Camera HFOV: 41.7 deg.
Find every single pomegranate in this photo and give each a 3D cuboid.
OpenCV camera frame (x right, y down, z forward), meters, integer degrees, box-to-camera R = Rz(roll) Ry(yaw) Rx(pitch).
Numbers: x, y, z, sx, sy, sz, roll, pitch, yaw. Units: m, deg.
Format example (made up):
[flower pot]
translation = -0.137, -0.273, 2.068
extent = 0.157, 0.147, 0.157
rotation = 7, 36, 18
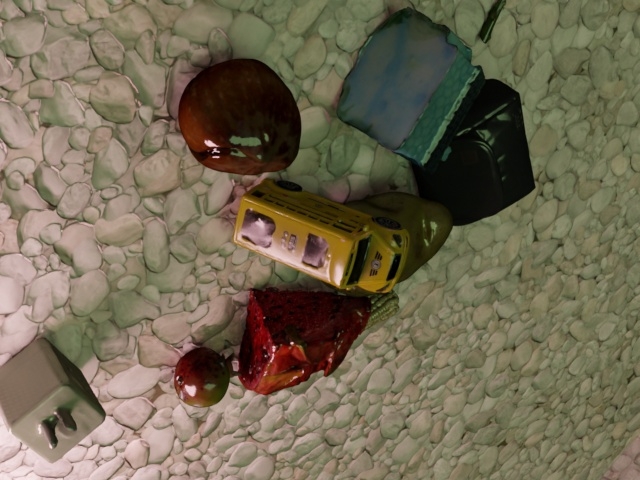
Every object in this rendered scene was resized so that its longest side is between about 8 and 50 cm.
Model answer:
[pomegranate]
translation = -0.238, 0.285, 1.803
extent = 0.159, 0.129, 0.130
rotation = -29, 131, -28

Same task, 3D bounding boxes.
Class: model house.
[model house]
translation = 0.213, -0.293, 1.711
extent = 0.241, 0.226, 0.261
rotation = 23, 102, -45

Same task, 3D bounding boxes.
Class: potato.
[potato]
translation = 0.144, 0.001, 1.852
extent = 0.350, 0.202, 0.218
rotation = -17, 129, -29

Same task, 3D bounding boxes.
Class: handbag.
[handbag]
translation = 0.346, -0.175, 1.907
extent = 0.275, 0.178, 0.302
rotation = -34, 132, -15

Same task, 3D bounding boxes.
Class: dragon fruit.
[dragon fruit]
translation = -0.026, 0.186, 1.835
extent = 0.330, 0.302, 0.240
rotation = -21, 95, -18

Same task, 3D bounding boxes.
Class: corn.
[corn]
translation = 0.094, 0.181, 2.015
extent = 0.210, 0.087, 0.087
rotation = -30, 131, -13

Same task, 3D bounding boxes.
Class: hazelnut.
[hazelnut]
translation = -0.137, -0.219, 1.510
extent = 0.233, 0.218, 0.218
rotation = 0, 117, -34

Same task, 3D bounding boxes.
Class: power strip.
[power strip]
translation = -0.498, 0.311, 1.557
extent = 0.139, 0.224, 0.140
rotation = -39, 133, -10

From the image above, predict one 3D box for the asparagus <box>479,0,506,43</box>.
[asparagus]
translation = 0.380, -0.486, 1.848
extent = 0.025, 0.021, 0.108
rotation = 10, 110, -44

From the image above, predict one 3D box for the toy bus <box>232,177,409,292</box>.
[toy bus]
translation = 0.000, 0.000, 1.659
extent = 0.151, 0.331, 0.145
rotation = -33, 142, -63
